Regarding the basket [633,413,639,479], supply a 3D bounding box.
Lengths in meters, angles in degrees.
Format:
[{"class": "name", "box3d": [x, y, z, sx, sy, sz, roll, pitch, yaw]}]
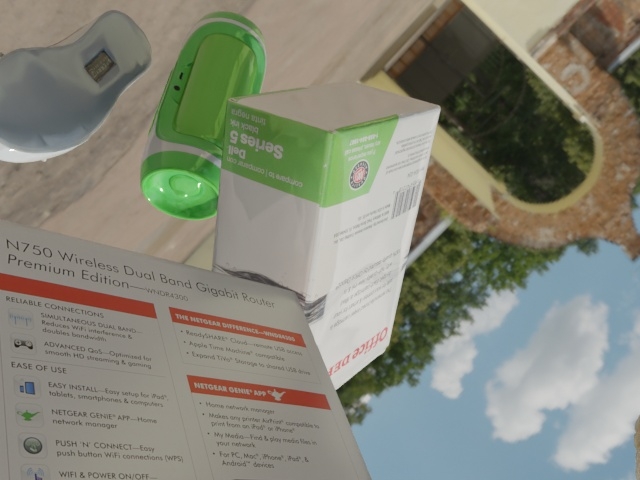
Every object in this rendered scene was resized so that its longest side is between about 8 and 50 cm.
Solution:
[{"class": "basket", "box3d": [0.502, 0.205, 0.691, 0.266, 0.332, 0.328, -57, 156, -56]}]

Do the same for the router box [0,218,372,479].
[{"class": "router box", "box3d": [-0.113, 0.130, 0.366, 0.082, 0.336, 0.301, -49, -136, 26]}]

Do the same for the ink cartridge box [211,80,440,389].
[{"class": "ink cartridge box", "box3d": [0.000, 0.000, 0.704, 0.198, 0.115, 0.272, -24, 130, -53]}]

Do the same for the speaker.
[{"class": "speaker", "box3d": [-0.155, -0.177, 1.011, 0.131, 0.131, 0.296, -43, -150, 50]}]

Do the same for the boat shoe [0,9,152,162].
[{"class": "boat shoe", "box3d": [-0.362, -0.187, 0.954, 0.157, 0.135, 0.367, -24, -154, 27]}]
